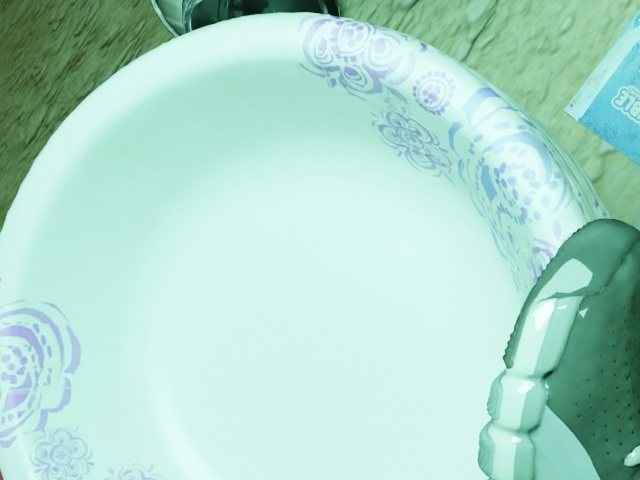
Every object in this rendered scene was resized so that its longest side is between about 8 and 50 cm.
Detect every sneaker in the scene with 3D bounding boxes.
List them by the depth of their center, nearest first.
[{"bbox_3d":[0.118,0.112,0.465,0.132,0.086,0.228,18,111,26],"label":"sneaker"}]

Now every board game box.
[{"bbox_3d":[0.169,-0.068,0.615,0.090,0.090,0.020,-54,22,12],"label":"board game box"}]

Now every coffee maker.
[{"bbox_3d":[-0.055,-0.222,1.170,0.171,0.120,0.178,-56,26,6],"label":"coffee maker"}]

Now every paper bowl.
[{"bbox_3d":[0.001,0.049,0.638,0.284,0.284,0.148,-55,-18,9],"label":"paper bowl"}]

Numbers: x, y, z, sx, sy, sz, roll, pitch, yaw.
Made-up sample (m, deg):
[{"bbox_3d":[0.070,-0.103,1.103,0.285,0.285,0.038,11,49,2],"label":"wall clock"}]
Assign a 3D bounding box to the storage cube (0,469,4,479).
[{"bbox_3d":[-0.180,0.179,0.865,0.184,0.215,0.193,-39,38,36],"label":"storage cube"}]
